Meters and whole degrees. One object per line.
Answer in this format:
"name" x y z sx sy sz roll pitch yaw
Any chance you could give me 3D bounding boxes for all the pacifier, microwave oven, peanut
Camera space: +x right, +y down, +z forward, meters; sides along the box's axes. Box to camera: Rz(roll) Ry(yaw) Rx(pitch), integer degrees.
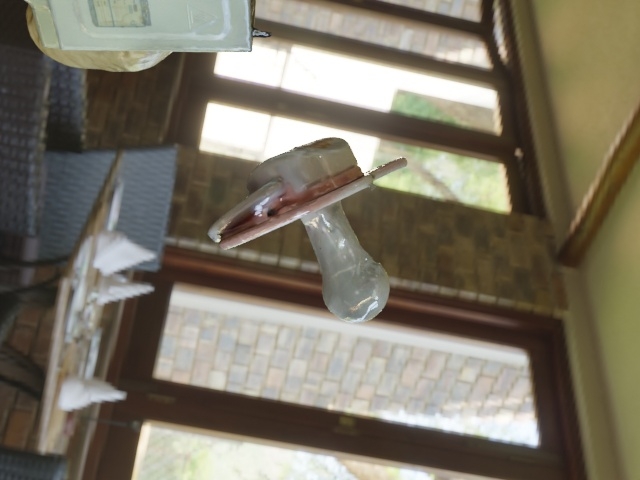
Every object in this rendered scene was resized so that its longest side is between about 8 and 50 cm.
"pacifier" 0.002 -0.033 1.431 0.220 0.273 0.332 -62 167 23
"microwave oven" -0.196 -0.406 1.130 0.355 0.286 0.219 89 2 -52
"peanut" -0.348 -0.383 1.751 0.169 0.387 0.192 -41 128 -41
